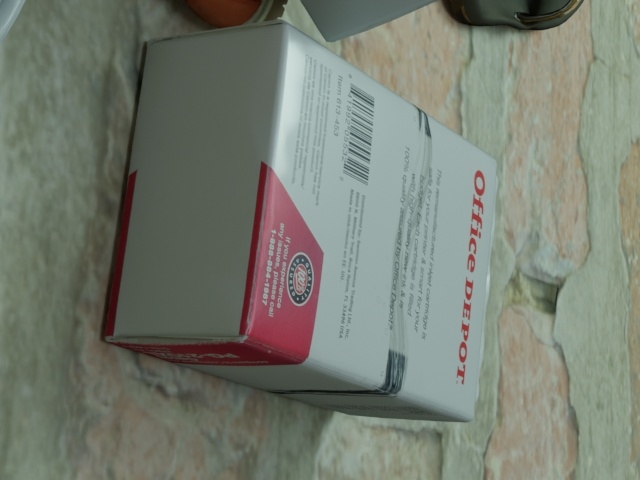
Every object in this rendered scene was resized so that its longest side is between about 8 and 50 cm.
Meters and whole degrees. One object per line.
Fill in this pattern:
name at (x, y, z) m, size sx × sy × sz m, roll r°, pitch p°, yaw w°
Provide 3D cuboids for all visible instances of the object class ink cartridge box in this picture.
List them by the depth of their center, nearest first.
ink cartridge box at (0.000, 0.000, 0.886) m, size 0.237 × 0.100 × 0.172 m, roll 25°, pitch 67°, yaw -52°

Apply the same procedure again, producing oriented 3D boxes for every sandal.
sandal at (0.168, -0.207, 1.190) m, size 0.219 × 0.060 × 0.090 m, roll -14°, pitch 100°, yaw -56°

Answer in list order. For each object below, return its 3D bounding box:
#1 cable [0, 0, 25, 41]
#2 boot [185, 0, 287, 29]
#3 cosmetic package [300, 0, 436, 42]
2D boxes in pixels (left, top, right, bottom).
cable at (-0.212, -0.168, 0.590) m, size 0.257 × 0.089 × 0.257 m, roll -60°, pitch 136°, yaw -38°
boot at (-0.050, -0.198, 0.865) m, size 0.084 × 0.059 × 0.158 m, roll 23°, pitch 70°, yaw -49°
cosmetic package at (-0.001, -0.341, 0.846) m, size 0.377 × 0.097 × 0.284 m, roll 57°, pitch 44°, yaw -19°
